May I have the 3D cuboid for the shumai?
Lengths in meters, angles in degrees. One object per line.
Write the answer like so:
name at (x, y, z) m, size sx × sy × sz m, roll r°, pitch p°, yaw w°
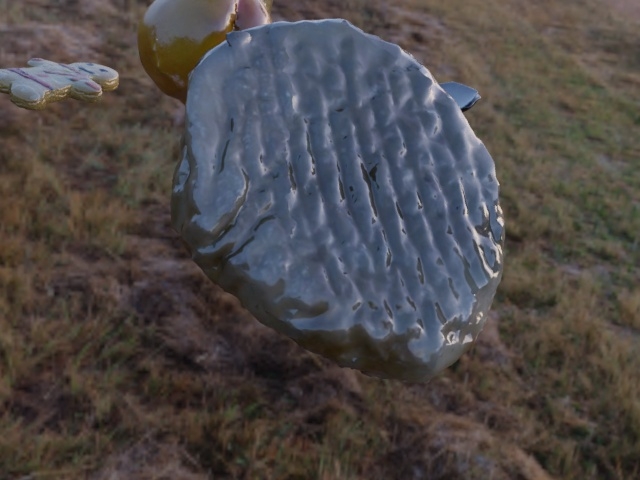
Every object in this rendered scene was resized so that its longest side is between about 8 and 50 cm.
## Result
shumai at (0.000, 0.000, 0.874) m, size 0.267 × 0.262 × 0.314 m, roll -25°, pitch 76°, yaw -21°

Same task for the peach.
peach at (-0.113, -0.202, 1.017) m, size 0.138 × 0.138 × 0.138 m, roll 5°, pitch 24°, yaw -2°

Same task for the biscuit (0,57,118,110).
biscuit at (-0.410, -0.251, 1.560) m, size 0.153 × 0.030 × 0.234 m, roll 30°, pitch 29°, yaw 27°

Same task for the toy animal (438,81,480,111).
toy animal at (0.161, -0.140, 1.506) m, size 0.166 × 0.179 × 0.138 m, roll 0°, pitch 51°, yaw 12°

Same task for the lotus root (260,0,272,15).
lotus root at (-0.158, -0.351, 1.511) m, size 0.169 × 0.314 × 0.141 m, roll 8°, pitch -14°, yaw 37°
